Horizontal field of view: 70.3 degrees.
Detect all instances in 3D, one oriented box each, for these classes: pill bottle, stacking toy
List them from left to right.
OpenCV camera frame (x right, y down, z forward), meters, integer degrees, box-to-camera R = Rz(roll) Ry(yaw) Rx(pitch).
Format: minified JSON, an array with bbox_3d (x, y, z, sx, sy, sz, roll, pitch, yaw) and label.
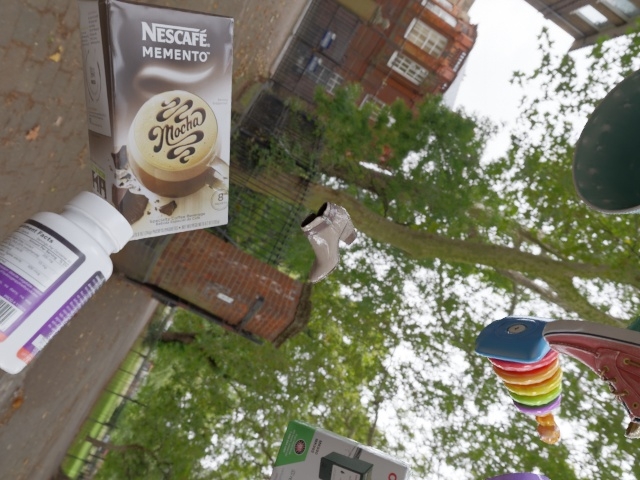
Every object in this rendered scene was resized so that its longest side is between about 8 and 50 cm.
[{"bbox_3d":[-0.306,0.037,0.504,0.193,0.108,0.108,-56,-172,-31],"label":"pill bottle"},{"bbox_3d":[0.490,0.332,1.041,0.175,0.302,0.166,-28,-168,-33],"label":"stacking toy"}]

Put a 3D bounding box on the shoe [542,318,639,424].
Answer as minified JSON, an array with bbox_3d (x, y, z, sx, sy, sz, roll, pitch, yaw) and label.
[{"bbox_3d":[0.303,0.135,0.452,0.178,0.063,0.081,4,-116,52],"label":"shoe"}]

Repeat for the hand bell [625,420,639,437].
[{"bbox_3d":[0.797,0.439,0.948,0.126,0.242,0.126,-36,144,-32],"label":"hand bell"}]

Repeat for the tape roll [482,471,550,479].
[{"bbox_3d":[0.490,0.716,1.187,0.275,0.275,0.090,-54,-155,30],"label":"tape roll"}]

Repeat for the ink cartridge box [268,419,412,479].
[{"bbox_3d":[0.039,0.559,1.026,0.121,0.289,0.211,60,47,-63],"label":"ink cartridge box"}]

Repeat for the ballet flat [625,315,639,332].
[{"bbox_3d":[0.532,0.076,0.622,0.095,0.096,0.280,-26,146,-61],"label":"ballet flat"}]

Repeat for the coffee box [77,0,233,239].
[{"bbox_3d":[-0.226,-0.166,0.641,0.119,0.168,0.297,29,-58,43],"label":"coffee box"}]

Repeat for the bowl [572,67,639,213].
[{"bbox_3d":[0.687,-0.183,0.906,0.311,0.163,0.311,-166,-90,-78],"label":"bowl"}]

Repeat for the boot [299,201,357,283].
[{"bbox_3d":[0.000,0.000,0.685,0.118,0.087,0.042,-50,-143,-1],"label":"boot"}]
